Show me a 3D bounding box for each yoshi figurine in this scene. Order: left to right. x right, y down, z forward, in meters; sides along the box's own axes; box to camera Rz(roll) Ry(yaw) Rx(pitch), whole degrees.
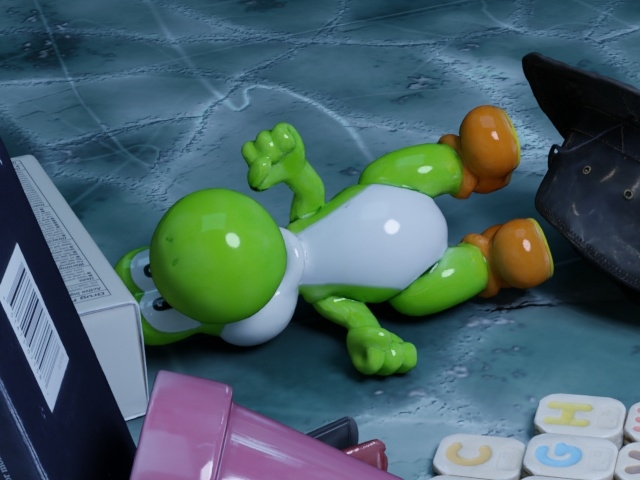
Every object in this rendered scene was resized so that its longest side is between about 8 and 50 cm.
[{"bbox_3d":[0.006,0.004,1.656,0.362,0.203,0.203,-15,38,-10],"label":"yoshi figurine"}]

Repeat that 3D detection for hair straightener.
[{"bbox_3d":[-0.068,0.185,1.491,0.230,0.047,0.089,-22,33,-22],"label":"hair straightener"}]

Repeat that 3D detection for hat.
[{"bbox_3d":[0.276,-0.020,1.680,0.331,0.331,0.134,28,79,44],"label":"hat"}]

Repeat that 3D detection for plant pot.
[{"bbox_3d":[-0.043,0.202,1.313,0.180,0.201,0.201,13,29,-2],"label":"plant pot"}]

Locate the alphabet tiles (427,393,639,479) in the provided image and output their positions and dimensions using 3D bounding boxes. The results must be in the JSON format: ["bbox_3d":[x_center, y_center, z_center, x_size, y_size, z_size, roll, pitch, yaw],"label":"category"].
[{"bbox_3d":[0.207,0.197,1.448,0.278,0.021,0.284,4,30,15],"label":"alphabet tiles"}]

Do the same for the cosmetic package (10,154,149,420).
[{"bbox_3d":[-0.269,0.047,1.688,0.160,0.113,0.309,-14,31,-17],"label":"cosmetic package"}]

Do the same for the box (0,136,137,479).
[{"bbox_3d":[-0.332,0.087,1.313,0.312,0.343,0.179,-14,26,11],"label":"box"}]
